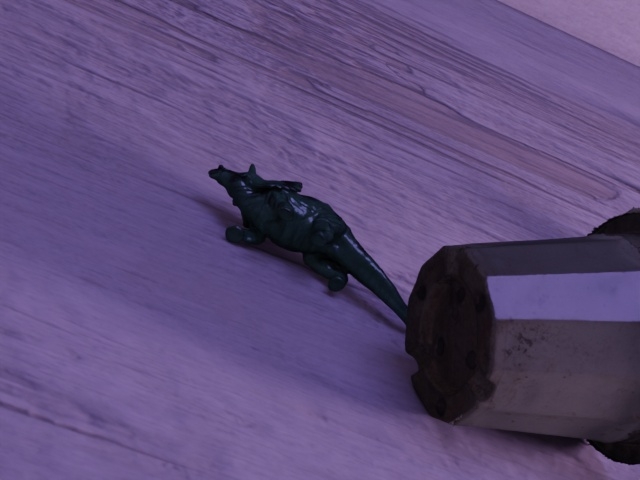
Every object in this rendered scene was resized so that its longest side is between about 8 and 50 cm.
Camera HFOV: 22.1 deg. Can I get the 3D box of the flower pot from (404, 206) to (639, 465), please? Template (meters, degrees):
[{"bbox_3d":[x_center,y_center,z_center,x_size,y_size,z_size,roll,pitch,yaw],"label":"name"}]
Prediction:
[{"bbox_3d":[0.242,0.097,1.745,0.259,0.290,0.290,3,33,-24],"label":"flower pot"}]

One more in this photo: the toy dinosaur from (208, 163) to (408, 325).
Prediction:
[{"bbox_3d":[-0.008,0.004,1.842,0.292,0.079,0.120,41,27,15],"label":"toy dinosaur"}]
